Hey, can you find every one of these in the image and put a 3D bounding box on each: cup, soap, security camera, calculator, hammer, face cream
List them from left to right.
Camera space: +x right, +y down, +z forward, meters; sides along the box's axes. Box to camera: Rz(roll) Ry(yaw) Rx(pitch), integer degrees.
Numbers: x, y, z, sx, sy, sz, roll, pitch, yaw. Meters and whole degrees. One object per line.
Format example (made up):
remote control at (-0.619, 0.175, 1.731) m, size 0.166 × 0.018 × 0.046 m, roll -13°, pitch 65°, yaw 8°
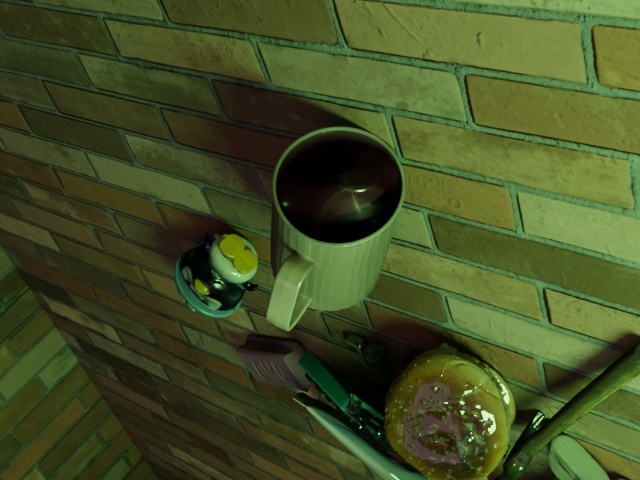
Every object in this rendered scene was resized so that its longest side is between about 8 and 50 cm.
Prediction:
soap at (-0.103, 0.295, 2.320) m, size 0.203 × 0.065 × 0.122 m, roll 0°, pitch 130°, yaw 51°
cup at (0.019, 0.000, 1.575) m, size 0.208 × 0.288 × 0.273 m, roll 2°, pitch 151°, yaw -4°
calculator at (0.083, 0.357, 2.050) m, size 0.274 × 0.058 × 0.248 m, roll 42°, pitch 177°, yaw -34°
security camera at (0.089, 0.230, 2.024) m, size 0.092 × 0.058 × 0.058 m, roll 13°, pitch 140°, yaw 54°
face cream at (0.112, 0.477, 2.141) m, size 0.420 × 0.137 × 0.235 m, roll 37°, pitch 179°, yaw 7°
hammer at (0.427, 0.292, 1.619) m, size 0.044 × 0.168 × 0.440 m, roll 37°, pitch 142°, yaw 6°

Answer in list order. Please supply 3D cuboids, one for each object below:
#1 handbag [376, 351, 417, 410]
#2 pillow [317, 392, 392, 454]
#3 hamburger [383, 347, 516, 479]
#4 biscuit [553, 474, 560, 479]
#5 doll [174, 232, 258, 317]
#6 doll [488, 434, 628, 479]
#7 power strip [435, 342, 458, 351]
handbag at (0.227, 0.333, 1.966) m, size 0.203 × 0.074 × 0.216 m, roll 36°, pitch 148°, yaw 11°
pillow at (0.082, 0.437, 2.299) m, size 0.229 × 0.051 × 0.128 m, roll 38°, pitch 147°, yaw 11°
hamburger at (0.239, 0.336, 1.794) m, size 0.243 × 0.146 × 0.286 m, roll -7°, pitch 107°, yaw 22°
biscuit at (0.550, 0.544, 1.856) m, size 0.234 × 0.030 × 0.153 m, roll 25°, pitch 127°, yaw 29°
doll at (-0.235, 0.080, 2.120) m, size 0.177 × 0.141 × 0.314 m, roll 49°, pitch 147°, yaw 0°
doll at (0.448, 0.570, 1.838) m, size 0.423 × 0.161 × 0.348 m, roll -37°, pitch 71°, yaw 44°
power strip at (0.247, 0.229, 1.854) m, size 0.055 × 0.035 × 0.083 m, roll 28°, pitch 135°, yaw 24°
